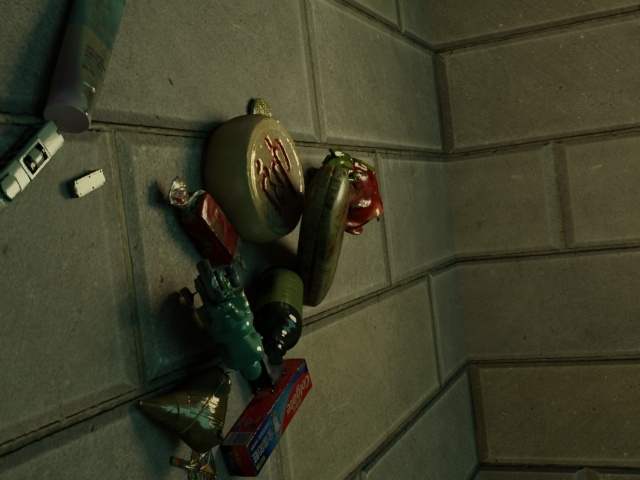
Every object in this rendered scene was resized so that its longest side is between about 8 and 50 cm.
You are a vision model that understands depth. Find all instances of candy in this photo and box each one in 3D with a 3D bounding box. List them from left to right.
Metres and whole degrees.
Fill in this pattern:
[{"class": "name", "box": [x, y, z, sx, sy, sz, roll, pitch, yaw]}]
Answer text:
[{"class": "candy", "box": [-0.211, -0.021, 1.503, 0.292, 0.059, 0.086, 59, 31, -45]}]

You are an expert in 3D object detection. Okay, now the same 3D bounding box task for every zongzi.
[{"class": "zongzi", "box": [-0.238, 0.256, 1.388, 0.178, 0.081, 0.189, 42, 34, -30]}]

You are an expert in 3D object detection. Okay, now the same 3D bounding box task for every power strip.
[{"class": "power strip", "box": [-0.363, -0.090, 1.226, 0.083, 0.017, 0.027, -46, 127, -60]}]

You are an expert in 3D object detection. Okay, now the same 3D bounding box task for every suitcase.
[{"class": "suitcase", "box": [-0.122, 0.251, 1.646, 0.086, 0.059, 0.126, -56, 133, -57]}]

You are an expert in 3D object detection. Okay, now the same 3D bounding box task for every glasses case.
[{"class": "glasses case", "box": [0.000, 0.000, 1.749, 0.425, 0.098, 0.156, 99, 8, -56]}]

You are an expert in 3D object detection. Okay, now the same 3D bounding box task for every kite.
[{"class": "kite", "box": [-0.226, 0.413, 1.428, 0.160, 0.010, 0.183, 44, 45, -54]}]

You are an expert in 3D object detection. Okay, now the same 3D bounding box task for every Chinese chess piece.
[{"class": "Chinese chess piece", "box": [-0.136, -0.128, 1.638, 0.270, 0.112, 0.270, -6, 90, -65]}]

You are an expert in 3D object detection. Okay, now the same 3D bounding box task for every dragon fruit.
[{"class": "dragon fruit", "box": [0.052, -0.120, 2.003, 0.269, 0.198, 0.200, 14, 98, -64]}]

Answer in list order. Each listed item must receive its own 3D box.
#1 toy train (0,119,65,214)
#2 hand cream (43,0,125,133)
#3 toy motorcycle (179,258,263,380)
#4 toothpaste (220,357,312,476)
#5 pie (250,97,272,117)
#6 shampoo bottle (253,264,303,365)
[{"class": "toy train", "box": [-0.417, -0.092, 1.068, 0.207, 0.047, 0.043, -70, 144, -47]}, {"class": "hand cream", "box": [-0.360, -0.308, 1.229, 0.111, 0.070, 0.312, 47, 39, -50]}, {"class": "toy motorcycle", "box": [-0.168, 0.156, 1.425, 0.296, 0.109, 0.198, 77, -13, -57]}, {"class": "toothpaste", "box": [-0.106, 0.362, 1.647, 0.320, 0.066, 0.076, -50, 130, -58]}, {"class": "pie", "box": [-0.137, -0.284, 1.781, 0.084, 0.021, 0.084, 10, 79, -63]}, {"class": "shampoo bottle", "box": [-0.086, 0.155, 1.594, 0.284, 0.101, 0.101, -91, 165, -63]}]
